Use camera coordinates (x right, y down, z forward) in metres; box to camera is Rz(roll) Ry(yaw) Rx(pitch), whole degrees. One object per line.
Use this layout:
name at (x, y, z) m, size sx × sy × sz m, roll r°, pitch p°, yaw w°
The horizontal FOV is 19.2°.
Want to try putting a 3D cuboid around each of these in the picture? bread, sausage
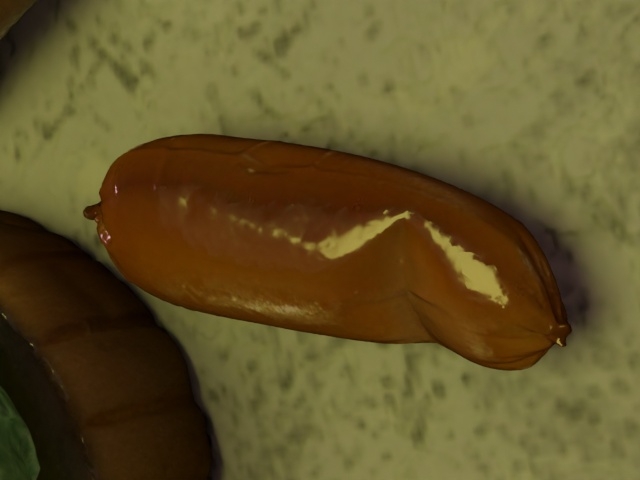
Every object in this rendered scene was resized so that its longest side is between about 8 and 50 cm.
bread at (-0.140, 0.103, 0.695) m, size 0.236 × 0.070 × 0.236 m, roll 3°, pitch 96°, yaw 33°
sausage at (0.000, 0.000, 0.598) m, size 0.183 × 0.054 × 0.062 m, roll 9°, pitch 132°, yaw 31°

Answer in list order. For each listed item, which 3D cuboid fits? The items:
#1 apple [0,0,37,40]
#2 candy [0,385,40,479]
apple at (-0.224, -0.127, 0.702) m, size 0.265 × 0.120 × 0.193 m, roll 48°, pitch 130°, yaw 23°
candy at (-0.239, -0.016, 0.665) m, size 0.440 × 0.119 × 0.119 m, roll 47°, pitch 119°, yaw 30°
